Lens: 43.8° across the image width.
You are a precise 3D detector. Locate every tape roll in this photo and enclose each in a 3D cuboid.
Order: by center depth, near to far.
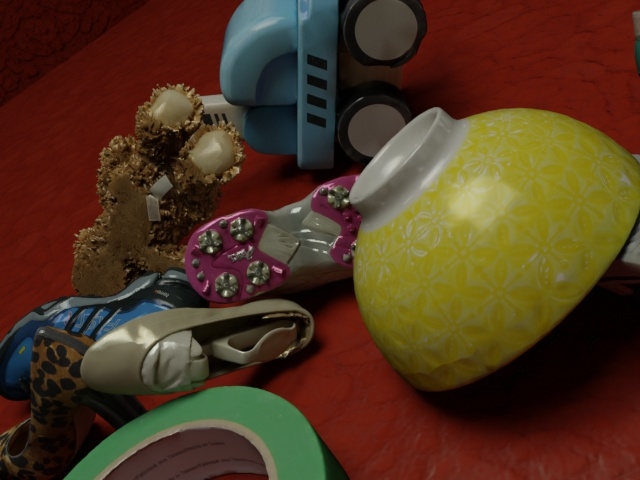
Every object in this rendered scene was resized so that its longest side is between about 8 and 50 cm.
[{"bbox_3d":[-0.124,0.272,0.679,0.321,0.077,0.321,-22,33,15],"label":"tape roll"}]

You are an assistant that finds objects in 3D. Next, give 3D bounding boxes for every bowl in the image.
[{"bbox_3d":[0.118,-0.025,0.716,0.289,0.156,0.289,-46,12,13],"label":"bowl"}]

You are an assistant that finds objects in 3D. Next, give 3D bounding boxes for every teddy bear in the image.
[{"bbox_3d":[-0.217,-0.047,1.080,0.245,0.338,0.113,25,20,19],"label":"teddy bear"}]

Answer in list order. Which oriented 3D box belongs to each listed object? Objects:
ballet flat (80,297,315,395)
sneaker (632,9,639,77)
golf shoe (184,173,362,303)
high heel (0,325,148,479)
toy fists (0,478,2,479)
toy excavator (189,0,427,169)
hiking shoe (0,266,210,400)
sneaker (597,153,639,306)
[{"bbox_3d":[-0.113,0.109,0.810,0.248,0.086,0.086,-13,20,-33],"label":"ballet flat"},{"bbox_3d":[0.463,-0.193,0.800,0.108,0.121,0.302,-22,19,-32],"label":"sneaker"},{"bbox_3d":[0.000,0.000,0.923,0.306,0.115,0.140,-11,-9,-2],"label":"golf shoe"},{"bbox_3d":[-0.319,0.175,0.872,0.261,0.186,0.093,-16,34,23],"label":"high heel"},{"bbox_3d":[-0.383,0.248,0.812,0.279,0.142,0.096,29,72,40],"label":"toy fists"},{"bbox_3d":[-0.096,-0.203,1.151,0.445,0.433,0.222,1,35,-2],"label":"toy excavator"},{"bbox_3d":[-0.281,0.132,0.971,0.304,0.113,0.132,-25,31,10],"label":"hiking shoe"},{"bbox_3d":[0.296,0.011,0.662,0.126,0.127,0.321,-55,6,6],"label":"sneaker"}]
